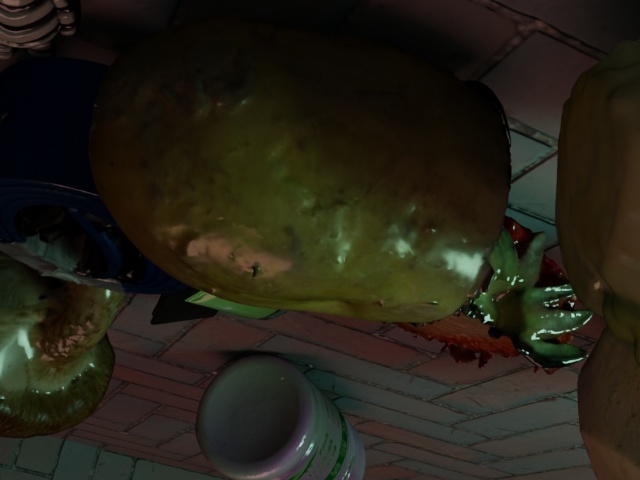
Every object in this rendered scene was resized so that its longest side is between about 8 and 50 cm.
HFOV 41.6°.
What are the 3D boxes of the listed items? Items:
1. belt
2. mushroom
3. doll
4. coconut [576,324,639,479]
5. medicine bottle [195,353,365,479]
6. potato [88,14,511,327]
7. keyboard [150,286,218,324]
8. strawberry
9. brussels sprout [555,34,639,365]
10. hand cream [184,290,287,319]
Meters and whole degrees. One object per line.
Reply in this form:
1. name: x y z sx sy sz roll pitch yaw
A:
1. belt: -0.210 -0.040 0.786 0.213 0.117 0.347 10 164 -4
2. mushroom: -0.391 0.130 1.115 0.267 0.267 0.254 17 154 -14
3. doll: -0.211 -0.191 0.580 0.091 0.067 0.219 8 154 -13
4. coconut: 0.453 0.214 0.900 0.353 0.352 0.352 9 155 4
5. medicine bottle: -0.059 0.349 1.474 0.212 0.211 0.325 0 151 21
6. potato: -0.033 -0.056 0.613 0.266 0.229 0.229 10 158 -32
7. keyboard: -0.144 0.049 1.064 0.106 0.027 0.317 -7 161 -23
8. strawberry: 0.132 0.035 0.878 0.234 0.137 0.306 29 170 -12
9. brussels sprout: 0.305 -0.031 0.505 0.344 0.343 0.268 16 -172 -12
10. hand cream: -0.087 0.066 1.048 0.095 0.045 0.175 -27 157 14
